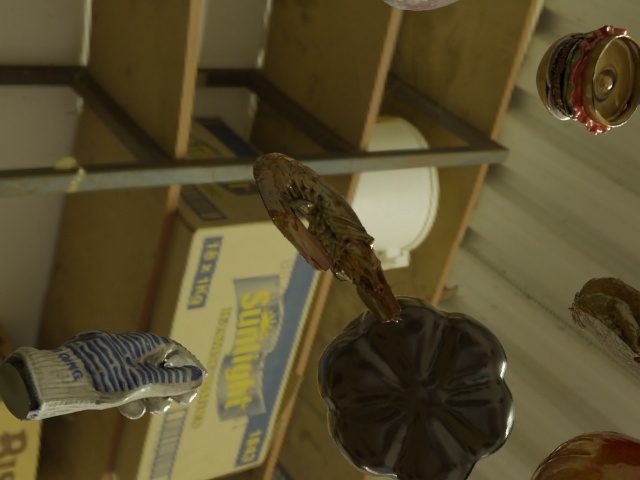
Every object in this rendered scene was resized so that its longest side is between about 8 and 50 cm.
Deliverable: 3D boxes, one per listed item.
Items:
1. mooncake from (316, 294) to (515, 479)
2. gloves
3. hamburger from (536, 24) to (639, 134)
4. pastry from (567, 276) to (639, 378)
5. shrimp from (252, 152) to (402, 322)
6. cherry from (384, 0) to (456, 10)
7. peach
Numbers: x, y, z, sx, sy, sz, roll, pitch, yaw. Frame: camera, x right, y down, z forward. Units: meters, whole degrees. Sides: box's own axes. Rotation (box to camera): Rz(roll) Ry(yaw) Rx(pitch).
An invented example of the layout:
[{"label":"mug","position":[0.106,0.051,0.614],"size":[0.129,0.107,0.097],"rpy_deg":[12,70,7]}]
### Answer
[{"label":"mooncake","position":[0.114,0.186,1.089],"size":[0.133,0.244,0.245],"rpy_deg":[76,3,-85]},{"label":"gloves","position":[-0.210,0.138,0.909],"size":[0.119,0.229,0.097],"rpy_deg":[9,-93,44]},{"label":"hamburger","position":[0.428,-0.265,1.440],"size":[0.137,0.175,0.175],"rpy_deg":[23,-66,48]},{"label":"pastry","position":[0.482,0.143,1.333],"size":[0.100,0.229,0.218],"rpy_deg":[-47,-161,1]},{"label":"shrimp","position":[0.006,-0.005,0.657],"size":[0.045,0.095,0.162],"rpy_deg":[-39,-108,11]},{"label":"cherry","position":[0.056,-0.222,0.516],"size":[0.115,0.148,0.188],"rpy_deg":[30,-15,25]},{"label":"peach","position":[0.424,0.398,1.248],"size":[0.245,0.274,0.249],"rpy_deg":[11,-57,37]}]
